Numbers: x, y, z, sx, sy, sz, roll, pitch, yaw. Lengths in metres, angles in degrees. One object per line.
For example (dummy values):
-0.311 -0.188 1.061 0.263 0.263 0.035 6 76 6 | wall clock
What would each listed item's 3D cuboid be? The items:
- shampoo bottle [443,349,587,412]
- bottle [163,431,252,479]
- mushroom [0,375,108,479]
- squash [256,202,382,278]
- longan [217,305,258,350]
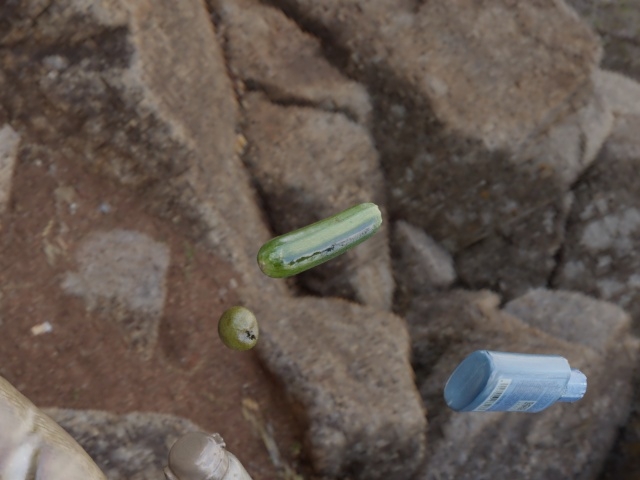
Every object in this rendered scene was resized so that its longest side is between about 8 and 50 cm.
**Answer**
0.294 0.208 1.820 0.258 0.104 0.061 9 37 -43 | shampoo bottle
-0.155 0.362 1.811 0.097 0.110 0.209 47 -12 48 | bottle
-0.290 0.322 1.244 0.397 0.224 0.313 27 67 -16 | mushroom
0.000 0.000 1.901 0.229 0.066 0.066 -24 85 -32 | squash
-0.130 0.145 2.047 0.075 0.083 0.075 -13 110 -39 | longan
